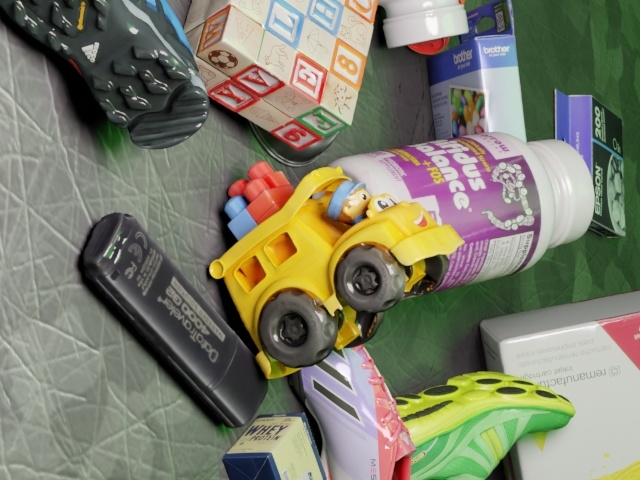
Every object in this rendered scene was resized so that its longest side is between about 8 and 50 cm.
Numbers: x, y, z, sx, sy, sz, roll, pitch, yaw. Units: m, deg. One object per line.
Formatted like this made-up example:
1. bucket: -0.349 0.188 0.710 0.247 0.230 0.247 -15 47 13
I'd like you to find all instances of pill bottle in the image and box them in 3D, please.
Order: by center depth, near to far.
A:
1. pill bottle: 0.155 -0.033 1.711 0.302 0.169 0.169 -12 96 -30
2. pill bottle: 0.108 -0.361 1.829 0.136 0.136 0.245 -22 102 -59

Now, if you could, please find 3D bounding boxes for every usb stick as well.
1. usb stick: -0.132 0.080 1.439 0.278 0.045 0.077 54 49 -41

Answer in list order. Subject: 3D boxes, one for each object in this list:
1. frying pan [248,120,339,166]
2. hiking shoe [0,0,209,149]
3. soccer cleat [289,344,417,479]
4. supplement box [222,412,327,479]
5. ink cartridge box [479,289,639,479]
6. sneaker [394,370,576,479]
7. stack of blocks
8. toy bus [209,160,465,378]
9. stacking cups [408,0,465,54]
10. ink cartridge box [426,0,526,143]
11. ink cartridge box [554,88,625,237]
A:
1. frying pan: 0.004 -0.211 1.726 0.326 0.053 0.197 -46 124 -49
2. hiking shoe: -0.209 -0.218 1.335 0.304 0.113 0.132 59 8 -27
3. soccer cleat: 0.045 0.188 1.649 0.109 0.116 0.318 -21 103 -58
4. supplement box: -0.045 0.232 1.546 0.083 0.056 0.083 -46 123 -53
5. ink cartridge box: 0.389 0.278 2.027 0.160 0.279 0.384 -125 -156 -82
6. sneaker: 0.179 0.235 1.844 0.296 0.109 0.123 -9 111 -32
7. stack of blocks: -0.031 -0.267 1.579 0.171 0.087 0.297 31 56 -30
8. toy bus: 0.000 0.000 1.516 0.211 0.220 0.149 57 26 10
9. stacking cups: 0.175 -0.381 2.002 0.096 0.096 0.316 57 41 -38
10. ink cartridge box: 0.199 -0.142 1.924 0.065 0.186 0.311 -4 90 -15
11. ink cartridge box: 0.434 -0.123 2.440 0.208 0.045 0.206 18 70 -56
